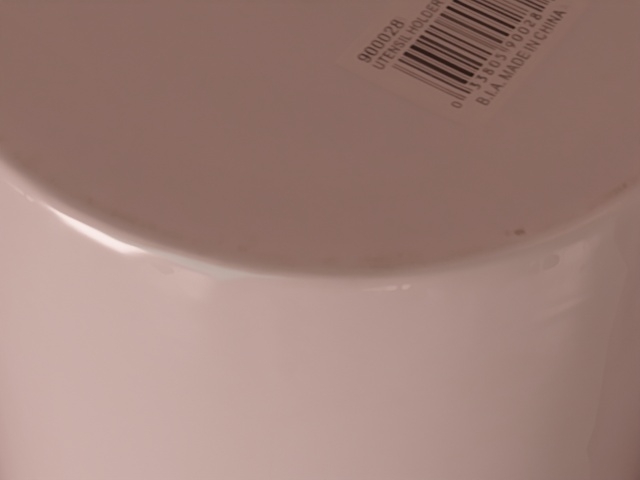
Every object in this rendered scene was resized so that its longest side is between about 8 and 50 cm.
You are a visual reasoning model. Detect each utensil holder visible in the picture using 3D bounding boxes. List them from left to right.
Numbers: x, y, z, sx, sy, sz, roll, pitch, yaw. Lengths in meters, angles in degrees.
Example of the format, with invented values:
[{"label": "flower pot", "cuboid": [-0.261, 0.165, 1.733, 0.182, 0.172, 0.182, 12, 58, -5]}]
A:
[{"label": "utensil holder", "cuboid": [0.000, 0.000, 0.752, 0.327, 0.328, 0.385, 24, 147, 16]}]
